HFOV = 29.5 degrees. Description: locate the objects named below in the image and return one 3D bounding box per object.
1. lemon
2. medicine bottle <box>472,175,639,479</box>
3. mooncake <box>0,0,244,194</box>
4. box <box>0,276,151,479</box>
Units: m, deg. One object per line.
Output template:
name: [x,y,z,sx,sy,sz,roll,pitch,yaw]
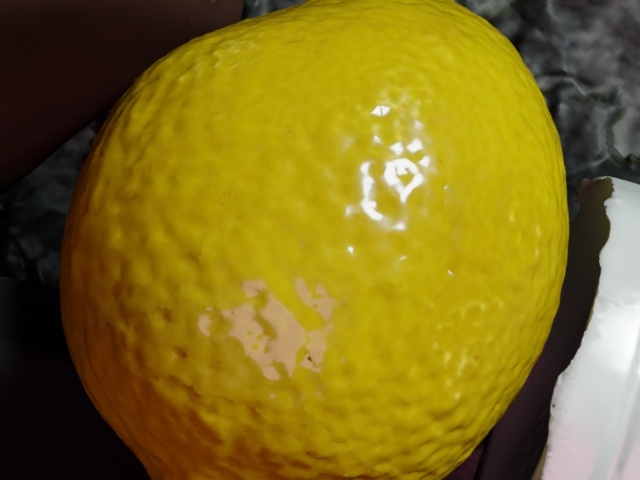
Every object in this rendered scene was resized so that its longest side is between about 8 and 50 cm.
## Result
lemon: [0.000,0.000,0.452,0.187,0.244,0.187,17,158,7]
medicine bottle: [0.238,0.110,0.485,0.332,0.190,0.190,18,116,4]
mooncake: [-0.199,-0.085,0.461,0.174,0.334,0.326,58,149,9]
box: [-0.198,0.103,0.547,0.289,0.290,0.073,-31,64,23]
